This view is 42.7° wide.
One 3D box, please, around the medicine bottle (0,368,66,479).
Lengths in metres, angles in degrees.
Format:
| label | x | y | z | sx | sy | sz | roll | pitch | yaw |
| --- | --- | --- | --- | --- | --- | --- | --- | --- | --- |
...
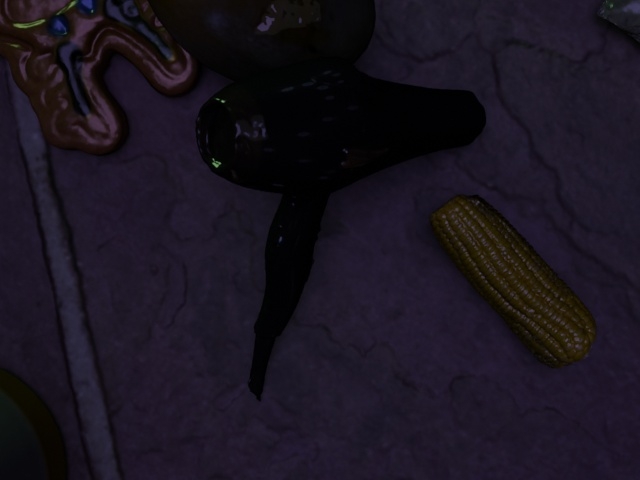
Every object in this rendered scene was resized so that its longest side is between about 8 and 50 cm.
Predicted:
| label | x | y | z | sx | sy | sz | roll | pitch | yaw |
| --- | --- | --- | --- | --- | --- | --- | --- | --- | --- |
| medicine bottle | -0.380 | 0.236 | 0.731 | 0.237 | 0.232 | 0.238 | 0 | 89 | 3 |

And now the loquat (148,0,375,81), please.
| label | x | y | z | sx | sy | sz | roll | pitch | yaw |
| --- | --- | --- | --- | --- | --- | --- | --- | --- | --- |
| loquat | -0.055 | -0.235 | 0.757 | 0.227 | 0.179 | 0.179 | 31 | 90 | -11 |

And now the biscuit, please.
| label | x | y | z | sx | sy | sz | roll | pitch | yaw |
| --- | --- | --- | --- | --- | --- | --- | --- | --- | --- |
| biscuit | -0.267 | -0.254 | 0.829 | 0.202 | 0.047 | 0.334 | -35 | 88 | 1 |

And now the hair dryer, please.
| label | x | y | z | sx | sy | sz | roll | pitch | yaw |
| --- | --- | --- | --- | --- | --- | --- | --- | --- | --- |
| hair dryer | 0.000 | 0.000 | 0.782 | 0.120 | 0.303 | 0.360 | 38 | 123 | 36 |

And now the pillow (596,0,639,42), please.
| label | x | y | z | sx | sy | sz | roll | pitch | yaw |
| --- | --- | --- | --- | --- | --- | --- | --- | --- | --- |
| pillow | 0.402 | -0.210 | 0.808 | 0.229 | 0.050 | 0.148 | 41 | 83 | 2 |

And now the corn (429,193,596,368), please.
| label | x | y | z | sx | sy | sz | roll | pitch | yaw |
| --- | --- | --- | --- | --- | --- | --- | --- | --- | --- |
| corn | 0.188 | 0.038 | 0.800 | 0.072 | 0.072 | 0.203 | -42 | 87 | 1 |
